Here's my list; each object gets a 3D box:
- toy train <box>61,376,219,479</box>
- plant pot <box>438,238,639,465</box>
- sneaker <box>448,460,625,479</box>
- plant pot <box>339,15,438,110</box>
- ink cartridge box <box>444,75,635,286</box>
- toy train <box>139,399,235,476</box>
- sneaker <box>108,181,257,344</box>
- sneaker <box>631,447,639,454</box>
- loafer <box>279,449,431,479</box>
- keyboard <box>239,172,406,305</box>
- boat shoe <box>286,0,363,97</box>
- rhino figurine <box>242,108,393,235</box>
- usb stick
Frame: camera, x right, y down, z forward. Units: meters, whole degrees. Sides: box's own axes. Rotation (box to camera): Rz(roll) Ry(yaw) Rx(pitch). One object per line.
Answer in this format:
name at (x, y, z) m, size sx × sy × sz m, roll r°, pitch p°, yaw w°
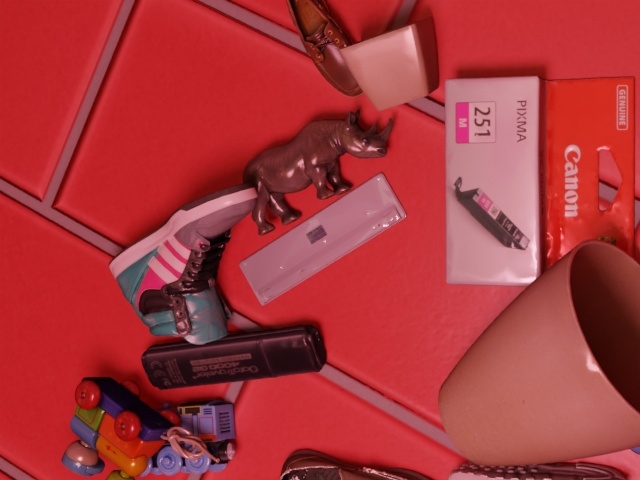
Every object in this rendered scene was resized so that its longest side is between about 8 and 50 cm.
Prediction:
toy train at (-0.258, 0.305, 1.810) m, size 0.248 × 0.105 × 0.143 m, roll 31°, pitch 103°, yaw 32°
plant pot at (0.289, 0.175, 1.618) m, size 0.274 × 0.256 × 0.256 m, roll -36°, pitch 80°, yaw 36°
sneaker at (0.281, 0.342, 1.698) m, size 0.235 × 0.090 × 0.095 m, roll 4°, pitch 104°, yaw 22°
plant pot at (0.103, -0.232, 1.725) m, size 0.109 × 0.109 × 0.096 m, roll -17°, pitch 99°, yaw 21°
ink cartridge box at (0.284, -0.077, 1.685) m, size 0.239 × 0.060 × 0.275 m, roll 1°, pitch 93°, yaw 22°
toy train at (-0.209, 0.289, 1.886) m, size 0.184 × 0.080 × 0.105 m, roll -7°, pitch 81°, yaw 23°
sneaker at (-0.168, 0.050, 1.811) m, size 0.295 × 0.124 × 0.178 m, roll -33°, pitch 81°, yaw 40°
sneaker at (0.475, 0.217, 1.616) m, size 0.209 × 0.082 × 0.069 m, roll -26°, pitch 86°, yaw 22°
loafer at (0.051, 0.356, 1.781) m, size 0.251 × 0.087 × 0.094 m, roll 8°, pitch 96°, yaw 20°
keyboard at (0.000, 0.000, 1.824) m, size 0.256 × 0.014 × 0.072 m, roll -32°, pitch 77°, yaw 19°
boat shoe at (0.004, -0.274, 1.779) m, size 0.064 × 0.060 × 0.178 m, roll -34°, pitch 81°, yaw 19°
rhino figurine at (-0.004, -0.108, 1.785) m, size 0.243 × 0.073 × 0.106 m, roll -29°, pitch 85°, yaw 19°
usb stick at (-0.125, 0.169, 1.857) m, size 0.278 × 0.045 × 0.077 m, roll -9°, pitch 118°, yaw 21°
